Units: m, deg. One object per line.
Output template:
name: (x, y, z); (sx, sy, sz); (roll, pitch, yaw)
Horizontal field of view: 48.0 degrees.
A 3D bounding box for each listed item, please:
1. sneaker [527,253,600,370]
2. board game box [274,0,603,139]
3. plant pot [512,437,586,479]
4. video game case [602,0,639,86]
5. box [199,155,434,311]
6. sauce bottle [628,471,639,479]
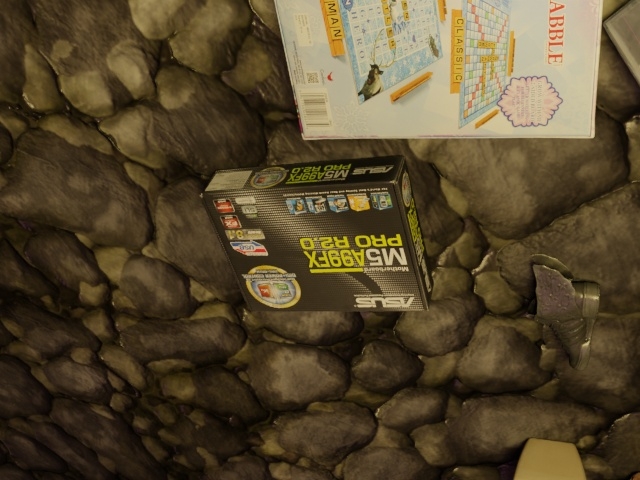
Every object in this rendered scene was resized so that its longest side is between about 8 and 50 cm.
sneaker: (0.314, 0.097, 0.945); (0.089, 0.051, 0.170); (6, 126, 15)
board game box: (0.111, -0.250, 0.704); (0.318, 0.066, 0.318); (3, 130, 18)
plant pot: (0.361, 0.376, 1.135); (0.109, 0.096, 0.109); (3, 130, 17)
video game case: (0.396, -0.194, 0.590); (0.026, 0.196, 0.274); (1, 150, -44)
box: (0.000, 0.000, 0.964); (0.270, 0.060, 0.216); (-2, 128, 21)
sauce bottle: (0.500, 0.423, 1.162); (0.042, 0.042, 0.128); (15, 131, 7)
